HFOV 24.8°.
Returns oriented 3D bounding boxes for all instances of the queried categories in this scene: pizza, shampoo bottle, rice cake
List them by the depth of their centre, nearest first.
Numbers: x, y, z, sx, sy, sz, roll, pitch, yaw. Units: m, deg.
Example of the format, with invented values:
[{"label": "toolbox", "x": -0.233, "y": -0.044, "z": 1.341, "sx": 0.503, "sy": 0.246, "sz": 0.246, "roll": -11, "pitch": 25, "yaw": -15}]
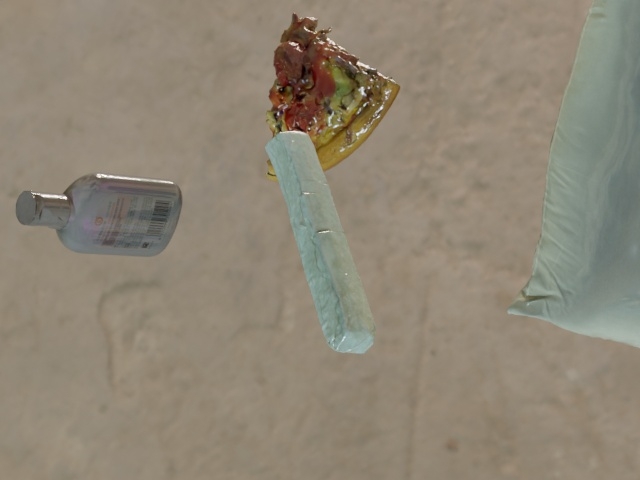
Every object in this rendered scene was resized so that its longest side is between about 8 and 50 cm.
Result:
[{"label": "shampoo bottle", "x": -0.203, "y": -0.024, "z": 1.334, "sx": 0.165, "sy": 0.080, "sz": 0.040, "roll": 4, "pitch": 25, "yaw": -45}, {"label": "rice cake", "x": 0.000, "y": 0.000, "z": 1.406, "sx": 0.045, "sy": 0.042, "sz": 0.245, "roll": 7, "pitch": 52, "yaw": -37}, {"label": "pizza", "x": -0.017, "y": -0.169, "z": 1.642, "sx": 0.053, "sy": 0.201, "sz": 0.193, "roll": 8, "pitch": 47, "yaw": -47}]

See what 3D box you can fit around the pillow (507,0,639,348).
[{"label": "pillow", "x": 0.205, "y": -0.051, "z": 0.847, "sx": 0.144, "sy": 0.254, "sz": 0.078, "roll": 16, "pitch": 22, "yaw": 17}]
